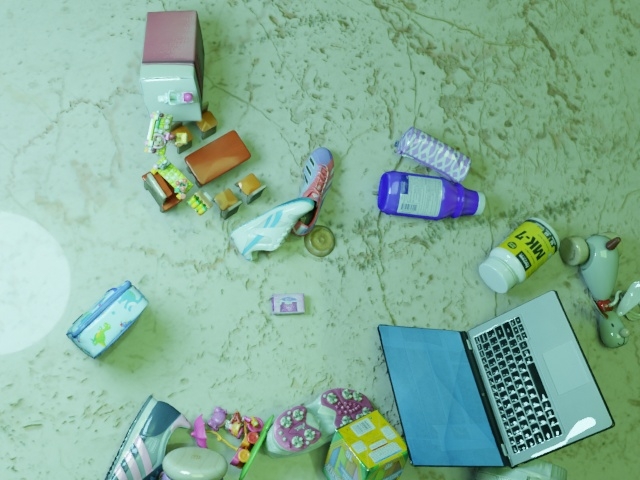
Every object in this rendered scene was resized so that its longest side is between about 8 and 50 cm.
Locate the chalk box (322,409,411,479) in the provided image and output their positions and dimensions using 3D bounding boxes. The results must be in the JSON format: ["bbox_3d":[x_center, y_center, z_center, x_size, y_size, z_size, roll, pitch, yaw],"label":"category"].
[{"bbox_3d":[0.100,0.528,1.763,0.132,0.213,0.132,-17,45,-33],"label":"chalk box"}]

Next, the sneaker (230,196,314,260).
[{"bbox_3d":[-0.106,-0.032,1.840,0.228,0.087,0.092,-28,92,21],"label":"sneaker"}]

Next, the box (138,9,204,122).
[{"bbox_3d":[-0.348,-0.414,1.801,0.126,0.149,0.232,-3,57,-2],"label":"box"}]

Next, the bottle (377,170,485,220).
[{"bbox_3d":[0.295,-0.113,2.002,0.282,0.092,0.118,5,94,-15],"label":"bottle"}]

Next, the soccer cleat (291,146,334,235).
[{"bbox_3d":[-0.015,-0.127,1.916,0.083,0.095,0.248,24,75,-13],"label":"soccer cleat"}]

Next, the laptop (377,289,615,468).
[{"bbox_3d":[0.399,0.313,1.791,0.236,0.407,0.382,39,29,-43],"label":"laptop"}]

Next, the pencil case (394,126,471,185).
[{"bbox_3d":[0.304,-0.228,2.035,0.206,0.086,0.088,25,66,-10],"label":"pencil case"}]

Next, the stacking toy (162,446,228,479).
[{"bbox_3d":[-0.288,0.628,1.648,0.141,0.141,0.331,5,97,-15],"label":"stacking toy"}]

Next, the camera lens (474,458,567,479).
[{"bbox_3d":[0.468,0.663,1.829,0.219,0.219,0.274,21,74,-11],"label":"camera lens"}]

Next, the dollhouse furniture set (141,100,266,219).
[{"bbox_3d":[-0.291,-0.174,1.824,0.259,0.135,0.262,-34,90,-20],"label":"dollhouse furniture set"}]

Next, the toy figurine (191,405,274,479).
[{"bbox_3d":[-0.212,0.440,1.744,0.159,0.130,0.173,28,53,1],"label":"toy figurine"}]

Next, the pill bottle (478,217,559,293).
[{"bbox_3d":[0.531,0.042,2.029,0.208,0.119,0.119,-38,91,-20],"label":"pill bottle"}]

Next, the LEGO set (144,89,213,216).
[{"bbox_3d":[-0.324,-0.188,1.672,0.132,0.107,0.287,-10,94,-6],"label":"LEGO set"}]

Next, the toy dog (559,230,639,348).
[{"bbox_3d":[0.799,0.113,2.070,0.220,0.161,0.334,-33,89,-19],"label":"toy dog"}]

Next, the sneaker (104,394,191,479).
[{"bbox_3d":[-0.397,0.512,1.666,0.131,0.112,0.319,27,74,-8],"label":"sneaker"}]

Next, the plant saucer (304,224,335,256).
[{"bbox_3d":[0.000,0.000,1.937,0.083,0.015,0.084,3,78,-16],"label":"plant saucer"}]

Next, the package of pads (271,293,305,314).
[{"bbox_3d":[-0.079,0.157,1.873,0.083,0.032,0.050,-1,78,-16],"label":"package of pads"}]

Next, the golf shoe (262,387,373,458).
[{"bbox_3d":[-0.010,0.437,1.803,0.306,0.140,0.115,-7,61,-39],"label":"golf shoe"}]

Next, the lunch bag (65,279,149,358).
[{"bbox_3d":[-0.464,0.170,1.660,0.176,0.219,0.090,-45,100,-19],"label":"lunch bag"}]
